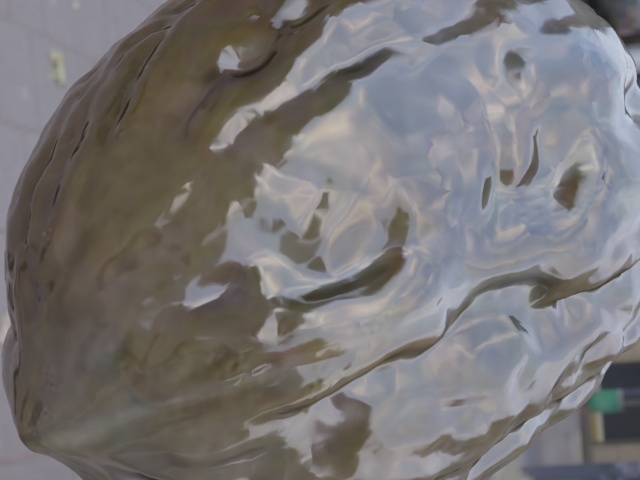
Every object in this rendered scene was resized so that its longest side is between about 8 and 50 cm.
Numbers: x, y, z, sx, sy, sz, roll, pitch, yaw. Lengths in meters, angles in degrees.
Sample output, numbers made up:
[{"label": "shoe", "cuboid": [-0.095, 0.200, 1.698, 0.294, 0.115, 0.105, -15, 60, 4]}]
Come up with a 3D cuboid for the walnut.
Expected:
[{"label": "walnut", "cuboid": [0.002, 0.001, 0.522, 0.230, 0.178, 0.178, -32, 124, -37]}]
